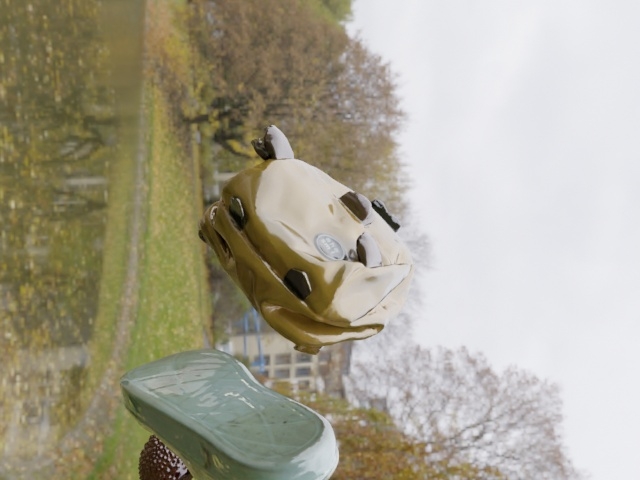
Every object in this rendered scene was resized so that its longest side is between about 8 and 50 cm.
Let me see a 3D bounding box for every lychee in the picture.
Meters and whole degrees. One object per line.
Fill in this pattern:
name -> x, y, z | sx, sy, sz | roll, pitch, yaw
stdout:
lychee -> -0.300, 0.436, 1.497 | 0.123, 0.123, 0.129 | 113, -17, -68

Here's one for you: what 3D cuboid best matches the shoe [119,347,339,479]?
shoe -> -0.059, 0.123, 0.456 | 0.195, 0.079, 0.078 | 8, -72, 53

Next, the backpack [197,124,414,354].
backpack -> -0.005, 0.003, 1.227 | 0.353, 0.378, 0.201 | 49, -63, 14
